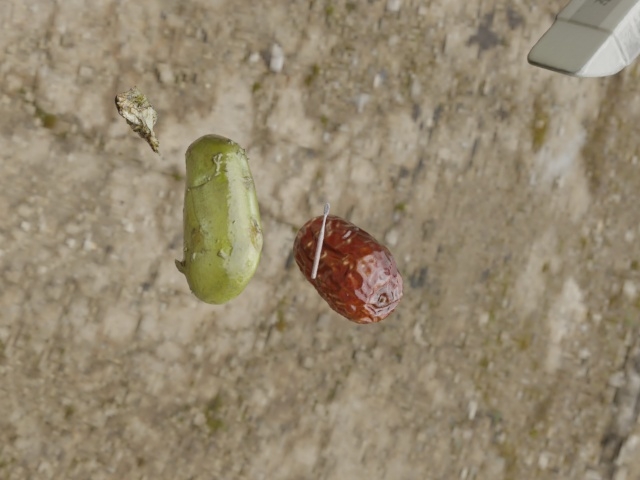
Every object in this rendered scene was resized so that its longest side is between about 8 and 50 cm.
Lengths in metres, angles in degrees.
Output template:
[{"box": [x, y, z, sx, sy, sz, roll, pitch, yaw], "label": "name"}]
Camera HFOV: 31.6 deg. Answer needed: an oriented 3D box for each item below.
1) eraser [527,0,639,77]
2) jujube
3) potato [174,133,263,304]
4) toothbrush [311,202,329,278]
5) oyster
[{"box": [0.366, -0.296, 1.228, 0.352, 0.089, 0.061, -49, 130, -10], "label": "eraser"}, {"box": [0.035, 0.033, 1.483, 0.109, 0.176, 0.112, -1, 121, -36], "label": "jujube"}, {"box": [-0.108, -0.025, 1.231, 0.085, 0.105, 0.188, 2, 79, -50], "label": "potato"}, {"box": [0.000, 0.000, 1.402, 0.008, 0.006, 0.097, 93, 8, -83], "label": "toothbrush"}, {"box": [-0.239, -0.165, 1.487, 0.132, 0.029, 0.086, 67, 8, -47], "label": "oyster"}]
